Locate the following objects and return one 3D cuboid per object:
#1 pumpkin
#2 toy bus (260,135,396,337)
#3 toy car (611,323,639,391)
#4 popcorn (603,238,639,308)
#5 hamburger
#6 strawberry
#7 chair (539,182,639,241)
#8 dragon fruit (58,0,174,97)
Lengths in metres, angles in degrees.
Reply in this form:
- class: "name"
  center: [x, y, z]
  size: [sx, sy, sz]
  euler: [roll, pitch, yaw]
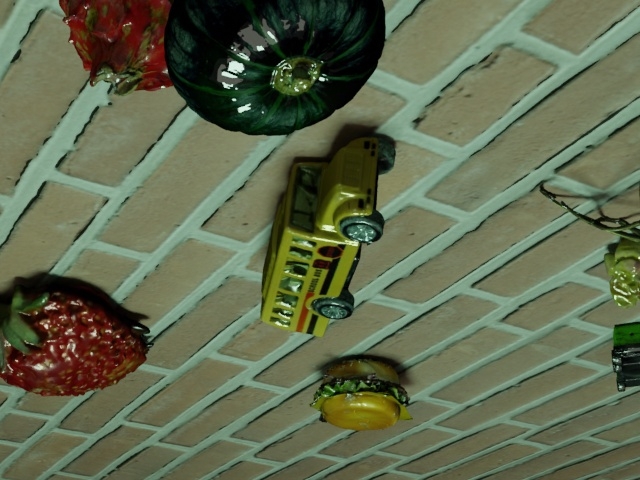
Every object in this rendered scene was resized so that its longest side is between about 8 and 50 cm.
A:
- class: "pumpkin"
  center: [-0.037, -0.179, 0.906]
  size: [0.201, 0.140, 0.202]
  euler: [-19, 144, -14]
- class: "toy bus"
  center: [0.000, 0.000, 1.262]
  size: [0.123, 0.121, 0.336]
  euler: [11, 150, -4]
- class: "toy car"
  center: [0.503, 0.189, 1.636]
  size: [0.071, 0.063, 0.165]
  euler: [-8, 149, 15]
- class: "popcorn"
  center: [0.440, 0.042, 1.367]
  size: [0.109, 0.089, 0.097]
  euler: [-12, 159, 14]
- class: "hamburger"
  center: [0.071, 0.262, 1.734]
  size: [0.164, 0.093, 0.190]
  euler: [-4, 148, 11]
- class: "strawberry"
  center: [-0.373, 0.179, 1.556]
  size: [0.233, 0.138, 0.306]
  euler: [-21, 142, 29]
- class: "chair"
  center: [0.412, -0.060, 1.144]
  size: [0.159, 0.170, 0.325]
  euler: [13, -169, -29]
- class: "dragon fruit"
  center: [-0.171, -0.177, 0.965]
  size: [0.153, 0.111, 0.153]
  euler: [2, 153, 1]
